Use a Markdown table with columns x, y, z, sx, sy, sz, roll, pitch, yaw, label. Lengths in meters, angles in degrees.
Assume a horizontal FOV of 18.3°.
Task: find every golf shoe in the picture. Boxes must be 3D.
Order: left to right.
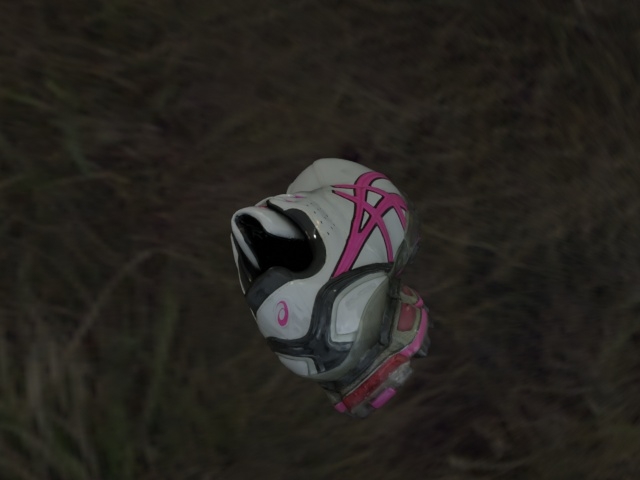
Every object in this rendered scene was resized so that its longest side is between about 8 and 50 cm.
| x | y | z | sx | sy | sz | roll | pitch | yaw | label |
| --- | --- | --- | --- | --- | --- | --- | --- | --- | --- |
| 0.000 | 0.000 | 0.894 | 0.086 | 0.186 | 0.067 | 40 | 106 | -20 | golf shoe |
